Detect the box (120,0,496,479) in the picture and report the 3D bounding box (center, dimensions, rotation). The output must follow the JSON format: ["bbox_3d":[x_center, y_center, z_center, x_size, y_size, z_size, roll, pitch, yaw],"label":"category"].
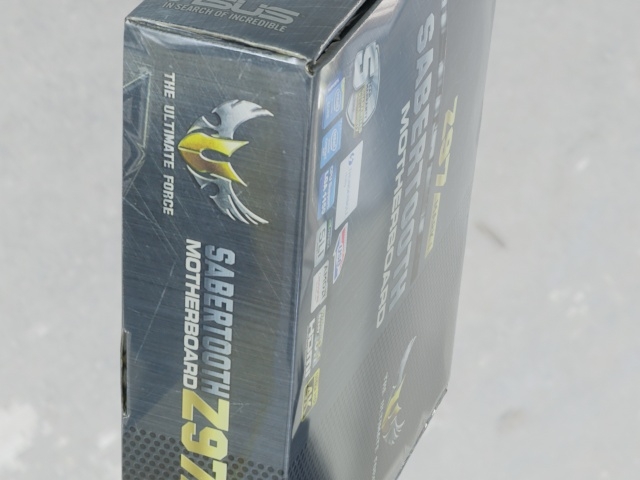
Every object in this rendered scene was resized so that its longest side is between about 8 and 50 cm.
[{"bbox_3d":[0.000,0.000,0.619,0.183,0.059,0.233,-54,155,-53],"label":"box"}]
